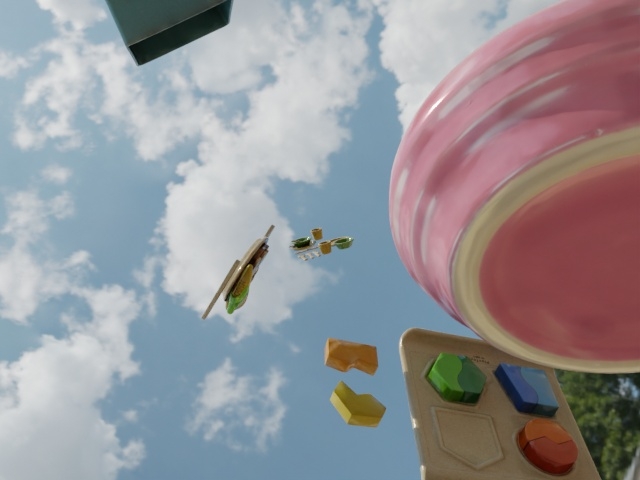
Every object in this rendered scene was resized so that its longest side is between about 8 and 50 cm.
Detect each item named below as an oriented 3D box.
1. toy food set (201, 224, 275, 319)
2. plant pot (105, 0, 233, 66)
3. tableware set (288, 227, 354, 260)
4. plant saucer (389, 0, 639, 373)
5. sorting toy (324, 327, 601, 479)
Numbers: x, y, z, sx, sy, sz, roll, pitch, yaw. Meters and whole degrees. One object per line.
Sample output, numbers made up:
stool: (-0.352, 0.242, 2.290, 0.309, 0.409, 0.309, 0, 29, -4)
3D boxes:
toy food set: (-0.113, 0.053, 1.029, 0.038, 0.132, 0.192, 33, -156, 1)
plant pot: (-0.258, -0.410, 0.946, 0.165, 0.166, 0.234, -28, -80, -7)
tableware set: (0.000, 0.000, 1.158, 0.104, 0.154, 0.024, -16, -78, -10)
plant saucer: (0.214, -0.008, 0.447, 0.332, 0.332, 0.084, 46, -146, -35)
sorting toy: (0.159, 0.191, 0.735, 0.307, 0.229, 0.041, 11, -52, -9)
